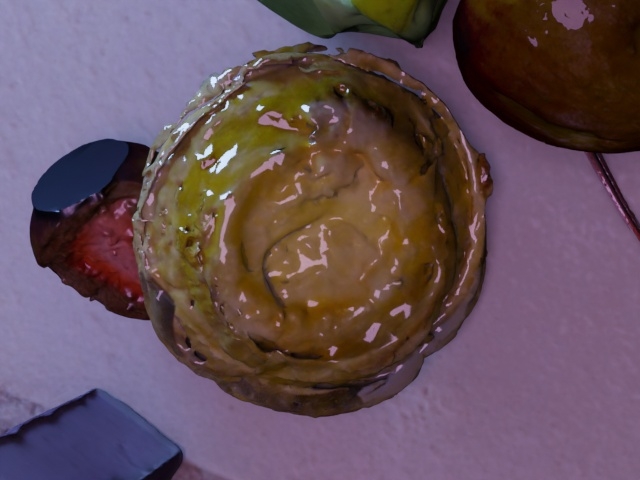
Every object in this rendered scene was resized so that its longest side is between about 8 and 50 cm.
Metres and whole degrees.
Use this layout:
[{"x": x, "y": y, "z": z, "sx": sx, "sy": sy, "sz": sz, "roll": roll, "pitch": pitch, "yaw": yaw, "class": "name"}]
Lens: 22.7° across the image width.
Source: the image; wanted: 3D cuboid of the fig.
[{"x": 0.213, "y": -0.119, "z": 1.040, "sx": 0.290, "sy": 0.190, "sz": 0.191, "roll": 43, "pitch": 104, "yaw": 24, "class": "fig"}]

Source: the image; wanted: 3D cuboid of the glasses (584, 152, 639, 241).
[{"x": 0.336, "y": -0.040, "z": 1.131, "sx": 0.234, "sy": 0.118, "sz": 0.268, "roll": -42, "pitch": 66, "yaw": 15, "class": "glasses"}]

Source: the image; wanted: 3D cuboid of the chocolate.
[{"x": -0.148, "y": -0.001, "z": 1.204, "sx": 0.124, "sy": 0.127, "sz": 0.133, "roll": 5, "pitch": 129, "yaw": 37, "class": "chocolate"}]

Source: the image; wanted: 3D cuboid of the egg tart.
[{"x": 0.000, "y": 0.000, "z": 1.143, "sx": 0.278, "sy": 0.095, "sz": 0.279, "roll": -3, "pitch": 103, "yaw": -12, "class": "egg tart"}]

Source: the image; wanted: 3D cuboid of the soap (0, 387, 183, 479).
[{"x": -0.249, "y": 0.269, "z": 1.170, "sx": 0.107, "sy": 0.296, "sz": 0.285, "roll": 35, "pitch": 101, "yaw": 10, "class": "soap"}]

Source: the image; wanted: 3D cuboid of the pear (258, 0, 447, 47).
[{"x": 0.008, "y": -0.297, "z": 1.107, "sx": 0.281, "sy": 0.176, "sz": 0.286, "roll": 32, "pitch": 101, "yaw": 10, "class": "pear"}]
